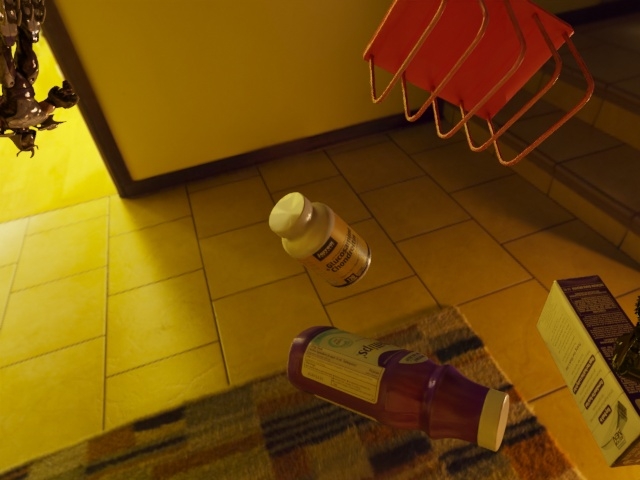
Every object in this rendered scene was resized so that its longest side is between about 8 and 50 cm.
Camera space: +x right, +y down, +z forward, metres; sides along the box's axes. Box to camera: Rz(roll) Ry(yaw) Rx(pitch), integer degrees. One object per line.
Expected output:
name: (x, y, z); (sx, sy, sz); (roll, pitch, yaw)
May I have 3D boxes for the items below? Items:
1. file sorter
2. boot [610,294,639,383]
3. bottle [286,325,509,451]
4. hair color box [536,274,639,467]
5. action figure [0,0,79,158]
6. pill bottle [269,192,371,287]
file sorter: (0.245, -0.277, 0.697); (0.290, 0.202, 0.183); (18, 50, -19)
boot: (0.478, 0.209, 0.547); (0.207, 0.094, 0.247); (23, 80, 17)
bottle: (0.093, 0.189, 0.571); (0.282, 0.093, 0.118); (10, 4, 34)
hair color box: (0.591, 0.260, 0.902); (0.109, 0.185, 0.339); (-7, 44, 3)
action figure: (-0.493, -0.266, 0.702); (0.099, 0.285, 0.185); (17, 29, 7)
pill bottle: (0.000, 0.000, 0.738); (0.103, 0.184, 0.103); (-24, 47, 28)
